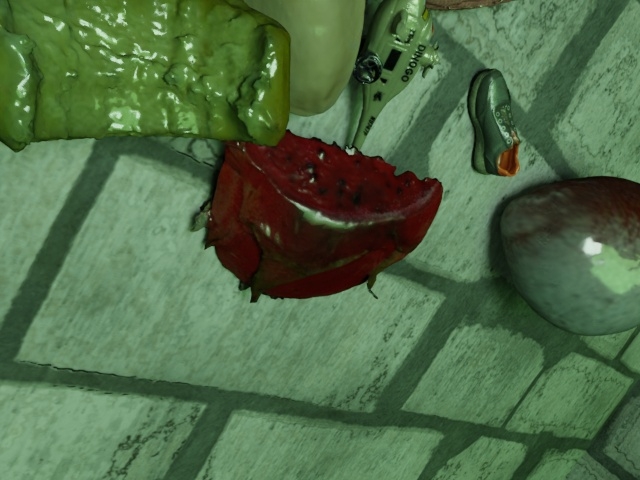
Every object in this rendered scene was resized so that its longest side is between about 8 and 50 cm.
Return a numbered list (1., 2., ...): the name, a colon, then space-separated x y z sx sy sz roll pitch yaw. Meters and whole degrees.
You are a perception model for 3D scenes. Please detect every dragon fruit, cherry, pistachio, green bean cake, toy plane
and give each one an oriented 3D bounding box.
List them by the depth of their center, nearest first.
1. green bean cake: -0.166 -0.157 0.426 0.236 0.233 0.124 -7 112 -30
2. pistachio: -0.021 -0.255 0.536 0.152 0.126 0.223 -14 131 -1
3. toy plane: 0.079 -0.199 0.634 0.108 0.092 0.286 16 125 -12
4. dragon fruit: 0.000 0.000 0.664 0.344 0.100 0.282 12 123 -23
5. cherry: 0.523 0.034 0.947 0.335 0.291 0.326 -6 112 -19

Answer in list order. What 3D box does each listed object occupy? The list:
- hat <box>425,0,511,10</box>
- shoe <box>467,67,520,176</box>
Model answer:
1. hat: 0.162 -0.384 0.575 0.287 0.107 0.236 -17 143 -6
2. shoe: 0.305 -0.193 0.804 0.074 0.077 0.194 -27 127 -18
